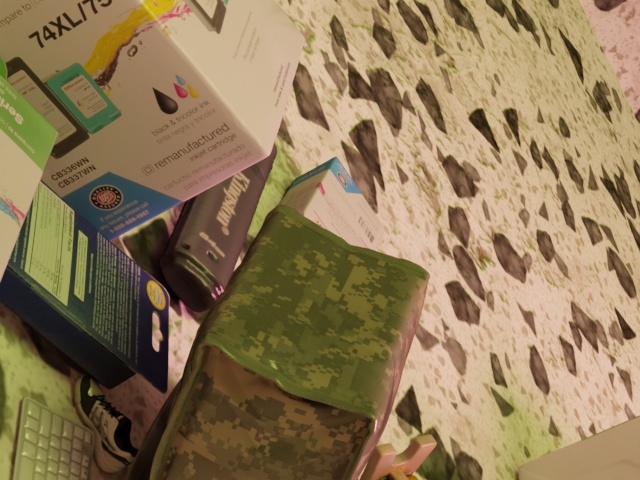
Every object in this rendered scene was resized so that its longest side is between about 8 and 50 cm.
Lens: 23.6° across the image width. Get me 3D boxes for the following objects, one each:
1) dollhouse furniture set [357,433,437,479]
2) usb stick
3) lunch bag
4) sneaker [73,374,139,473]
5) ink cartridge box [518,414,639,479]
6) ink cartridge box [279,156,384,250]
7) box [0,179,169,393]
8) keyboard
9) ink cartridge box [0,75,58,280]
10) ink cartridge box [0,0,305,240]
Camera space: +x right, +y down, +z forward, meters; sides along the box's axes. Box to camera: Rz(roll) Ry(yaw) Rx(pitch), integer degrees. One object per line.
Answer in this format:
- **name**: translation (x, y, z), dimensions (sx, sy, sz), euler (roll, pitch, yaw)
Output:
- **dollhouse furniture set**: translation (0.100, 0.371, 1.384), dimensions (0.201, 0.152, 0.374), euler (-4, 43, -40)
- **usb stick**: translation (-0.096, -0.035, 1.501), dimensions (0.077, 0.045, 0.278), euler (53, 29, -23)
- **lunch bag**: translation (-0.047, 0.155, 1.221), dimensions (0.169, 0.287, 0.235), euler (24, 30, 2)
- **sneaker**: translation (-0.168, 0.143, 1.223), dimensions (0.032, 0.037, 0.083), euler (-6, 70, -60)
- **ink cartridge box**: translation (0.422, 0.378, 1.887), dimensions (0.353, 0.207, 0.119), euler (44, 30, -33)
- **ink cartridge box**: translation (0.000, 0.000, 1.625), dimensions (0.104, 0.061, 0.181), euler (56, 27, -15)
- **box**: translation (-0.206, 0.027, 1.237), dimensions (0.225, 0.036, 0.136), euler (44, 24, -32)
- **keyboard**: translation (-0.202, 0.233, 1.109), dimensions (0.072, 0.014, 0.256), euler (41, 34, -38)
- **ink cartridge box**: translation (-0.280, -0.005, 1.020), dimensions (0.093, 0.154, 0.212), euler (47, 31, -30)
- **ink cartridge box**: translation (-0.182, -0.181, 1.307), dimensions (0.270, 0.198, 0.197), euler (49, 31, -25)
